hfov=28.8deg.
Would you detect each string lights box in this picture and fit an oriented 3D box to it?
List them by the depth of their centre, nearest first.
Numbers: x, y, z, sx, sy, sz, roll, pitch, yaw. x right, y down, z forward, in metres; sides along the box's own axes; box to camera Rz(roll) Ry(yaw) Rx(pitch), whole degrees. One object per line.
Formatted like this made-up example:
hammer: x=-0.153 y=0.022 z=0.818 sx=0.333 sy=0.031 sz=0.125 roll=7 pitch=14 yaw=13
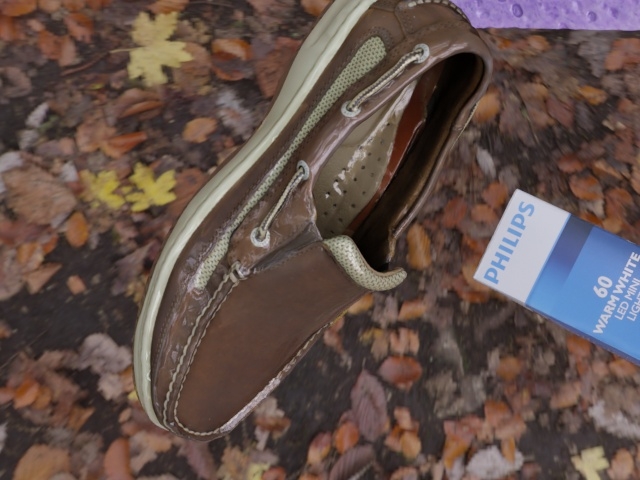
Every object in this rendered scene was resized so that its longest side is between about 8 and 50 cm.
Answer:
string lights box: x=0.249 y=0.057 z=0.912 sx=0.259 sy=0.133 sz=0.077 roll=27 pitch=92 yaw=14

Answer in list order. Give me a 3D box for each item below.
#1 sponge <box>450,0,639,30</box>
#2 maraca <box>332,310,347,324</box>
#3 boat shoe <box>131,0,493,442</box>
sponge: x=0.186 y=-0.193 z=0.792 sx=0.210 sy=0.031 sz=0.117 roll=5 pitch=108 yaw=18
maraca: x=-0.016 y=0.029 z=1.154 sx=0.127 sy=0.186 sz=0.099 roll=0 pitch=62 yaw=-21
boat shoe: x=-0.006 y=-0.002 z=0.595 sx=0.095 sy=0.095 sz=0.257 roll=17 pitch=107 yaw=-39
